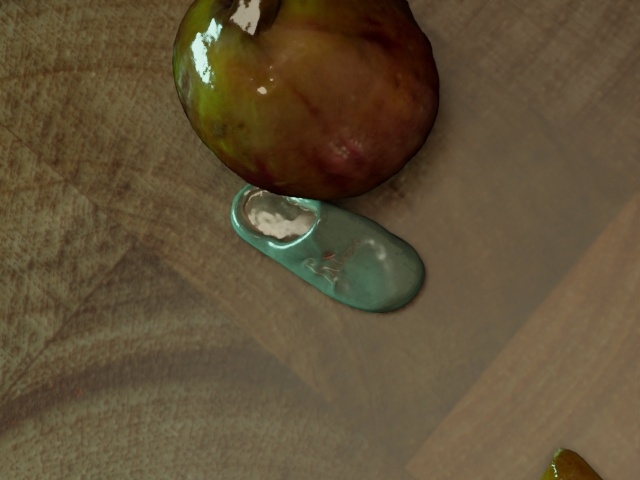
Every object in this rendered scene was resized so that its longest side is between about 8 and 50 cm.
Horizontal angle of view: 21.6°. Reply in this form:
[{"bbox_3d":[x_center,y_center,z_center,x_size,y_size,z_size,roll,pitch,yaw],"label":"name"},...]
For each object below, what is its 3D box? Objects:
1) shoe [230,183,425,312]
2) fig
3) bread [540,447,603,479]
[{"bbox_3d":[0.000,0.000,1.541,0.195,0.078,0.079,28,84,16],"label":"shoe"},{"bbox_3d":[-0.019,-0.152,1.499,0.224,0.263,0.224,-12,75,49],"label":"fig"},{"bbox_3d":[0.235,0.278,1.470,0.136,0.054,0.154,27,87,9],"label":"bread"}]
